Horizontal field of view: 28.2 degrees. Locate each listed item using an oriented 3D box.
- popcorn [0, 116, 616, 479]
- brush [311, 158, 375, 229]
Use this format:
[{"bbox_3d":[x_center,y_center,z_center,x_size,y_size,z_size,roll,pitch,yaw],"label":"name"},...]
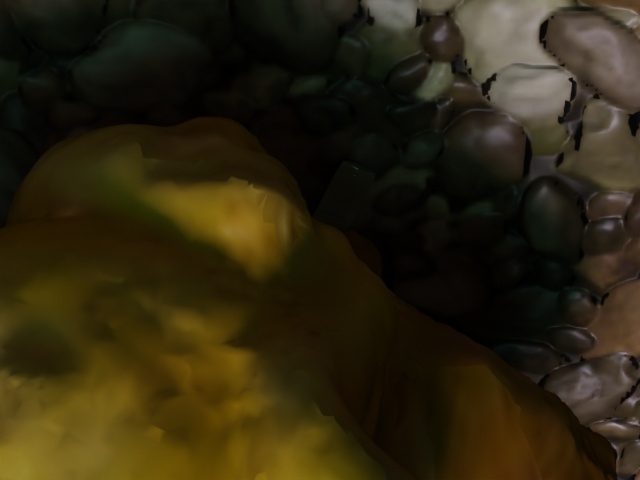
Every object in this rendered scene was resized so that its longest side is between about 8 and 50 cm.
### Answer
[{"bbox_3d":[-0.033,0.106,0.443,0.316,0.281,0.297,-6,96,-29],"label":"popcorn"},{"bbox_3d":[0.000,0.000,0.540,0.016,0.013,0.083,21,127,-12],"label":"brush"}]
